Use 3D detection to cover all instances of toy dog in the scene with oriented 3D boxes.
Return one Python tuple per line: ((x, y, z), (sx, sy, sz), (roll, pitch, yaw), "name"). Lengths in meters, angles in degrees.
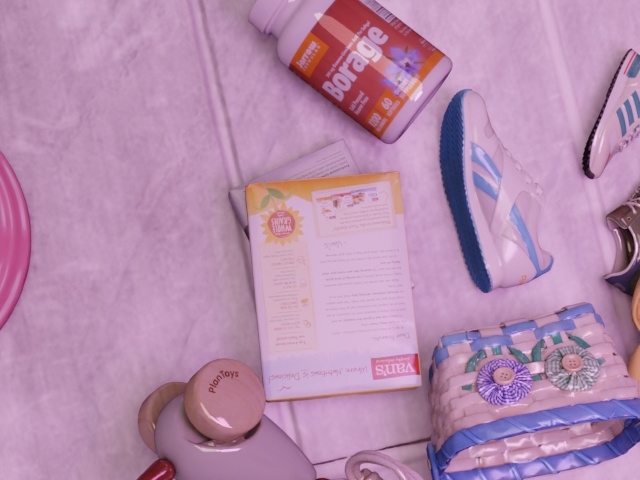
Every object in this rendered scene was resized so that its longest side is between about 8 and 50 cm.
((-0.067, 0.272, 1.752), (0.334, 0.220, 0.161), (31, 57, 10), "toy dog")

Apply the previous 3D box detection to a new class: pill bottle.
((0.030, -0.216, 1.870), (0.216, 0.121, 0.121), (38, 80, 3), "pill bottle")

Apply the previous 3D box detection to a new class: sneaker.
((0.356, -0.137, 1.914), (0.075, 0.057, 0.161), (22, 77, 5), "sneaker")
((0.368, -0.029, 1.892), (0.086, 0.064, 0.192), (11, 83, -8), "sneaker")
((0.195, -0.060, 1.881), (0.092, 0.087, 0.228), (-12, 89, -14), "sneaker")

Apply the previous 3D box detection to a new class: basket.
((0.229, 0.227, 1.769), (0.255, 0.201, 0.289), (-13, 72, -7), "basket")

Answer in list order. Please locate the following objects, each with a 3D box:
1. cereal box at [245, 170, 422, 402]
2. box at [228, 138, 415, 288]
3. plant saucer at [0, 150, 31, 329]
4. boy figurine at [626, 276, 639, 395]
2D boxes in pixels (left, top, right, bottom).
((0.013, 0.051, 1.822), (0.173, 0.047, 0.240), (-4, 82, -5), "cereal box")
((0.000, 0.000, 1.873), (0.145, 0.038, 0.186), (-24, 84, -8), "box")
((-0.483, -0.005, 1.812), (0.332, 0.084, 0.332), (1, 80, -5), "plant saucer")
((0.408, 0.159, 1.813), (0.177, 0.092, 0.285), (-9, 97, 24), "boy figurine")
